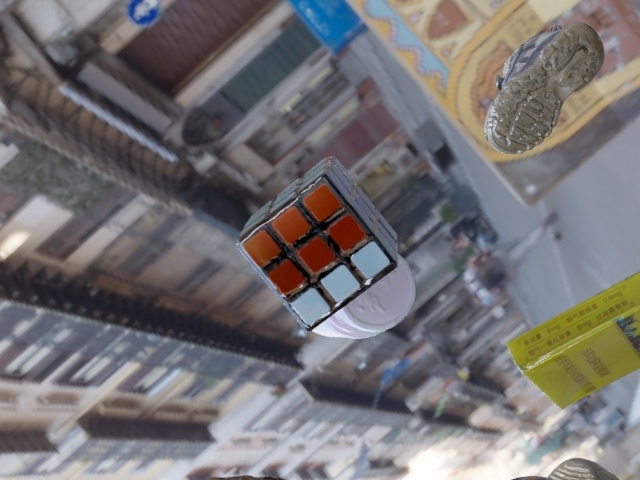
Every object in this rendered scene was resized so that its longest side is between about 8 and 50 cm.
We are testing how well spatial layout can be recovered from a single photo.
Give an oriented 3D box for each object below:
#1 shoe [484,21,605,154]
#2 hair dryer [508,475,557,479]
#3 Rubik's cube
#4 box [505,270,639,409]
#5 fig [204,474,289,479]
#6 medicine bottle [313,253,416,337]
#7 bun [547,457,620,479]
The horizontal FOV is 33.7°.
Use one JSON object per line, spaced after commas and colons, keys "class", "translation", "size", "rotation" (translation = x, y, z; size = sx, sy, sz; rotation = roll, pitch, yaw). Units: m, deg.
{"class": "shoe", "translation": [0.254, -0.192, 1.278], "size": [0.089, 0.180, 0.092], "rotation": [36, -173, -25]}
{"class": "hair dryer", "translation": [0.336, 0.528, 1.528], "size": [0.123, 0.340, 0.312], "rotation": [11, 180, -25]}
{"class": "Rubik's cube", "translation": [0.000, 0.000, 1.447], "size": [0.160, 0.163, 0.162], "rotation": [51, -171, -8]}
{"class": "box", "translation": [0.330, 0.070, 1.026], "size": [0.153, 0.279, 0.041], "rotation": [40, -157, -54]}
{"class": "fig", "translation": [-0.019, 0.348, 0.723], "size": [0.369, 0.286, 0.286], "rotation": [37, -175, 2]}
{"class": "medicine bottle", "translation": [0.050, 0.080, 1.680], "size": [0.152, 0.152, 0.254], "rotation": [49, 165, -6]}
{"class": "bun", "translation": [0.429, 0.432, 1.663], "size": [0.113, 0.166, 0.173], "rotation": [18, -163, -24]}
